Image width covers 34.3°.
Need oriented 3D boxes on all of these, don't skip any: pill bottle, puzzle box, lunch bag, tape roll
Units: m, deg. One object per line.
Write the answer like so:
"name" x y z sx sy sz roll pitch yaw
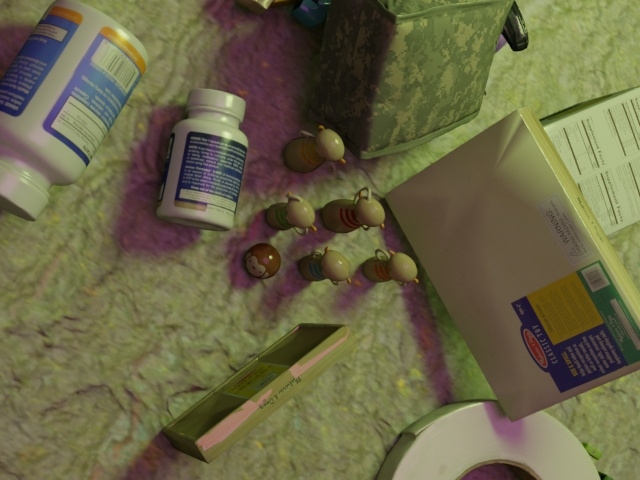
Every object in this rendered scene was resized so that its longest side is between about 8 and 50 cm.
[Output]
"pill bottle" -0.162 -0.114 1.473 0.112 0.112 0.187 13 83 -22
"pill bottle" -0.355 -0.168 1.371 0.152 0.152 0.272 33 76 -18
"puzzle box" 0.297 0.043 1.543 0.052 0.272 0.409 -23 83 -54
"lunch bag" 0.147 -0.275 1.517 0.287 0.169 0.235 -16 135 -34
"tape roll" 0.264 0.442 1.626 0.391 0.072 0.392 2 83 -15

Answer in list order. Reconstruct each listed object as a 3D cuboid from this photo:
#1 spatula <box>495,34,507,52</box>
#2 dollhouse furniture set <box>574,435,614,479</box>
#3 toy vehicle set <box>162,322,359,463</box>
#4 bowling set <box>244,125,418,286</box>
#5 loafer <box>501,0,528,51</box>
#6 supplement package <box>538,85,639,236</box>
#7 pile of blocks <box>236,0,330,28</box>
"spatula" 0.213 -0.282 1.688 0.084 0.030 0.296 46 72 -11
"dollhouse furniture set" 0.419 0.368 1.749 0.151 0.058 0.076 33 82 1
"toy vehicle set" -0.087 0.207 1.459 0.267 0.166 0.035 -36 101 -20
"bowling set" 0.000 0.000 1.514 0.200 0.154 0.287 -42 103 -20
"loafer" 0.259 -0.392 1.673 0.078 0.076 0.223 -30 77 3
"supplement package" 0.399 -0.104 1.667 0.262 0.199 0.198 -23 96 -23
"pile of blocks" 0.059 -0.394 1.546 0.362 0.112 0.149 -22 96 -22
